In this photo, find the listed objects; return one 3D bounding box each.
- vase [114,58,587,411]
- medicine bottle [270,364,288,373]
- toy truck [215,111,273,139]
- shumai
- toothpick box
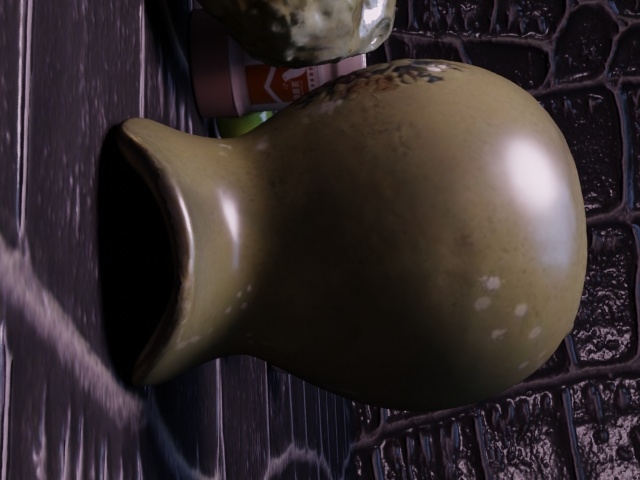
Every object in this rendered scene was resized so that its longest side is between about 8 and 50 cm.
[{"bbox_3d":[0.000,0.000,0.961,0.329,0.302,0.241,-173,-101,-76],"label":"vase"},{"bbox_3d":[-0.016,0.068,1.599,0.105,0.105,0.168,-44,131,-85],"label":"medicine bottle"},{"bbox_3d":[-0.034,-0.012,1.259,0.210,0.148,0.187,-127,-160,-47],"label":"toy truck"},{"bbox_3d":[0.013,-0.253,1.020,0.261,0.222,0.225,56,34,-34],"label":"shumai"},{"bbox_3d":[-0.035,-0.162,1.202,0.098,0.149,0.098,-4,90,-86],"label":"toothpick box"}]
